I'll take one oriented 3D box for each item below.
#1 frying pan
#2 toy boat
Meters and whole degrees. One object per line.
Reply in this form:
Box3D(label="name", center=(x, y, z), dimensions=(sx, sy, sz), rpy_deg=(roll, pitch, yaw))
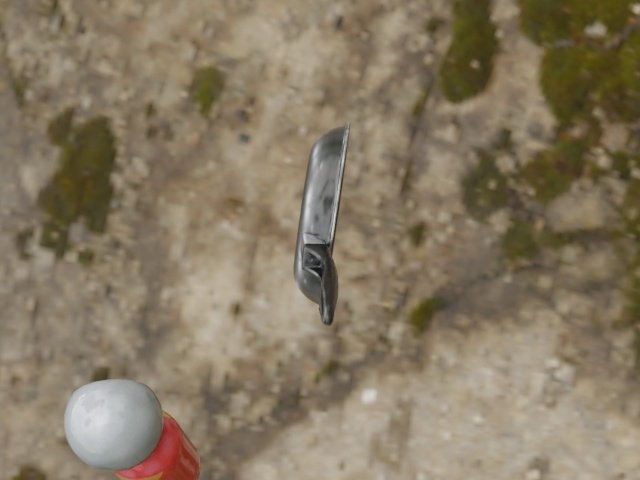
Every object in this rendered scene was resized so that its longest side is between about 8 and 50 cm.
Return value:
Box3D(label="frying pan", center=(-0.002, 0.019, 1.848), dimensions=(0.197, 0.053, 0.326), rpy_deg=(97, -178, -46))
Box3D(label="toy boat", center=(-0.211, 0.232, 1.258), dimensions=(0.267, 0.148, 0.318), rpy_deg=(37, 82, 27))
